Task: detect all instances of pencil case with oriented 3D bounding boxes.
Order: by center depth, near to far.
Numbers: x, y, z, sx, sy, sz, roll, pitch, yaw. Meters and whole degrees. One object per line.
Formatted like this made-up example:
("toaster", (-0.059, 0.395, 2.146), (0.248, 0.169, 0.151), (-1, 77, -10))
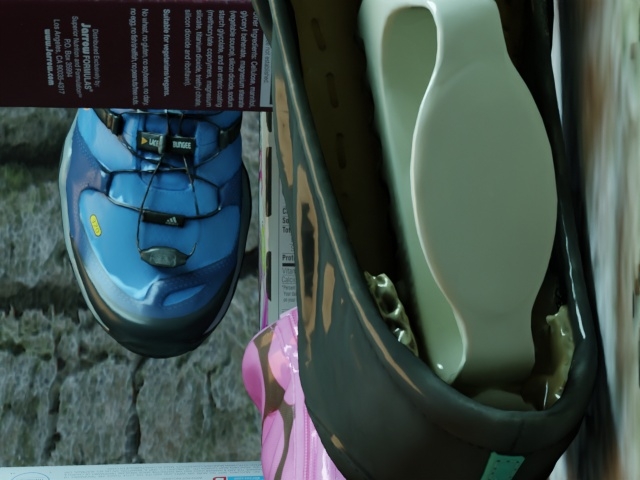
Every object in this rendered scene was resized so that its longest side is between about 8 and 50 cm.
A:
("pencil case", (0.007, 0.117, 0.806), (0.098, 0.095, 0.209), (50, -157, -38))

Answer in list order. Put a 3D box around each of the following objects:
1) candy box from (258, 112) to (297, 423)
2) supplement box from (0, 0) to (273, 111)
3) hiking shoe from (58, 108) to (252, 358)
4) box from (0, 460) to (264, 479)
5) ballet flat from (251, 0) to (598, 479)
("candy box", (0.000, 0.000, 1.067), (0.159, 0.071, 0.233), (-99, 10, -73))
("supplement box", (-0.073, -0.127, 0.850), (0.073, 0.239, 0.130), (96, 173, -50))
("hiking shoe", (-0.092, -0.089, 1.050), (0.132, 0.113, 0.304), (102, 169, -78))
("box", (-0.090, 0.226, 0.997), (0.231, 0.262, 0.127), (-98, 8, -63))
("ballet flat", (0.028, -0.068, 0.492), (0.096, 0.095, 0.280), (136, 124, -72))
